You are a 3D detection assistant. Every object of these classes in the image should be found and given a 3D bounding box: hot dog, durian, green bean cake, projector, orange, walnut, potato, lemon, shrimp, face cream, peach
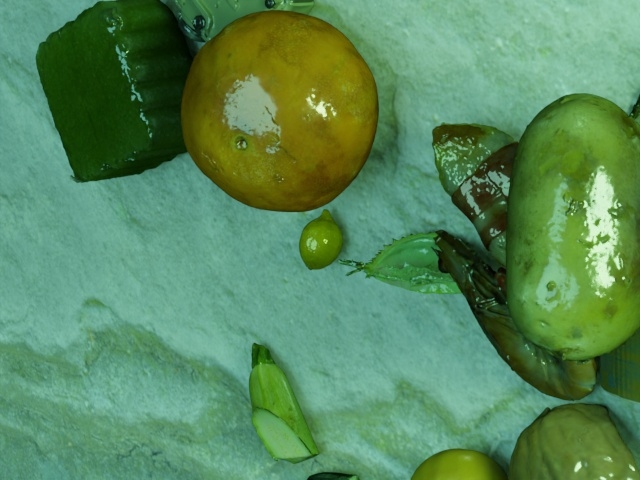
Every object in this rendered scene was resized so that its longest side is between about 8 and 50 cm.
[{"bbox_3d":[0.241,-0.053,1.971,0.123,0.093,0.262,-36,74,18],"label":"hot dog"},{"bbox_3d":[0.135,0.034,2.083,0.215,0.100,0.086,2,96,29],"label":"durian"},{"bbox_3d":[-0.309,-0.236,2.401,0.247,0.156,0.250,-23,84,45],"label":"green bean cake"},{"bbox_3d":[-0.145,-0.382,2.259,0.269,0.088,0.193,53,127,20],"label":"projector"},{"bbox_3d":[-0.060,-0.176,2.117,0.283,0.226,0.284,9,115,21],"label":"orange"},{"bbox_3d":[0.324,0.317,1.953,0.238,0.141,0.204,8,101,39],"label":"walnut"},{"bbox_3d":[0.301,-0.014,1.744,0.173,0.210,0.308,3,95,37],"label":"potato"},{"bbox_3d":[0.000,0.000,2.232,0.065,0.065,0.092,18,94,39],"label":"lemon"},{"bbox_3d":[0.251,0.094,1.954,0.287,0.063,0.152,50,155,-10],"label":"shrimp"},{"bbox_3d":[0.389,0.054,1.866,0.139,0.067,0.285,15,112,59],"label":"face cream"},{"bbox_3d":[0.194,0.372,2.111,0.179,0.103,0.179,13,108,47],"label":"peach"}]

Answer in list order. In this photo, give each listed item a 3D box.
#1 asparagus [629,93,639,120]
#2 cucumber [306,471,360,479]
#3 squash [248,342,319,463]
[{"bbox_3d":[0.397,-0.194,1.844,0.016,0.016,0.163,24,119,8],"label":"asparagus"},{"bbox_3d":[0.015,0.373,2.321,0.105,0.048,0.048,1,101,45],"label":"cucumber"},{"bbox_3d":[-0.075,0.251,2.355,0.200,0.075,0.090,66,159,11],"label":"squash"}]
